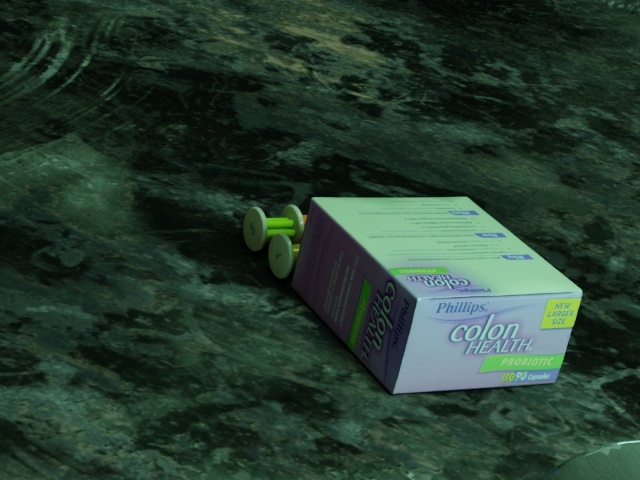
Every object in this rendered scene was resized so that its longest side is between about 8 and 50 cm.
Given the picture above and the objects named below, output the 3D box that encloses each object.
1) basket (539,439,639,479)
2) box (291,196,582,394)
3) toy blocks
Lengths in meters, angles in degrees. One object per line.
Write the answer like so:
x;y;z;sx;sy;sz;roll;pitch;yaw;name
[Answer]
0.298;0.293;1.446;0.204;0.154;0.227;6;28;-22;basket
0.123;0.054;1.923;0.214;0.117;0.243;-1;26;-30;box
0.000;0.000;2.058;0.148;0.054;0.123;-1;28;-30;toy blocks
